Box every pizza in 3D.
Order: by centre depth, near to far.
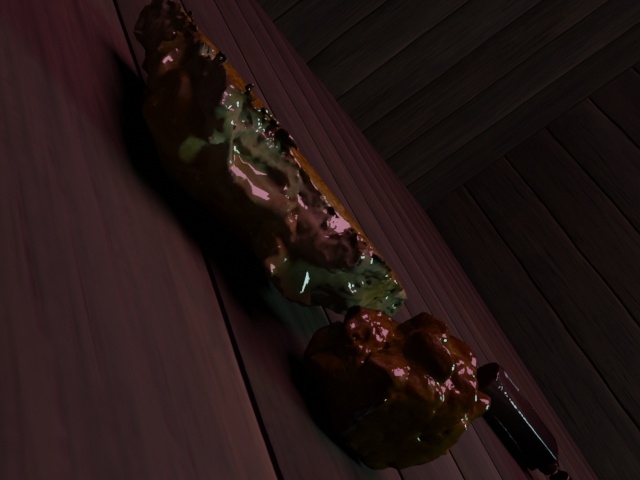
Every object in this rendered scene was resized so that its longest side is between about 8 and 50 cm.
[{"bbox_3d":[-0.042,-0.039,0.547,0.323,0.089,0.223,51,5,-11],"label":"pizza"}]

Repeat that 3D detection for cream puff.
[{"bbox_3d":[0.048,0.094,0.505,0.094,0.122,0.116,-99,-168,-52],"label":"cream puff"}]

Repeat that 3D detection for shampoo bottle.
[{"bbox_3d":[0.303,0.286,1.118,0.236,0.067,0.068,53,21,-14],"label":"shampoo bottle"}]
